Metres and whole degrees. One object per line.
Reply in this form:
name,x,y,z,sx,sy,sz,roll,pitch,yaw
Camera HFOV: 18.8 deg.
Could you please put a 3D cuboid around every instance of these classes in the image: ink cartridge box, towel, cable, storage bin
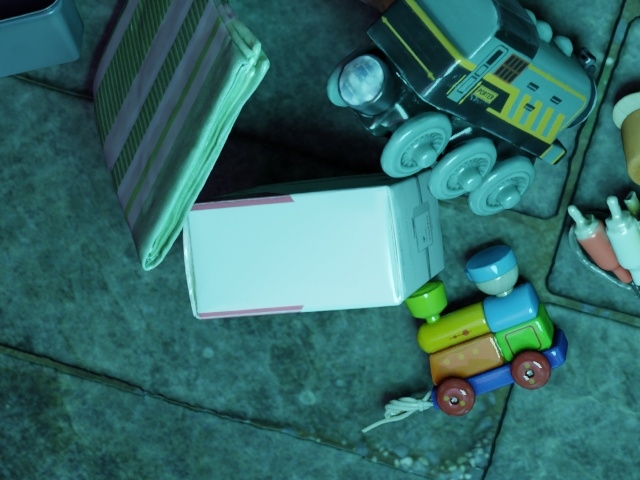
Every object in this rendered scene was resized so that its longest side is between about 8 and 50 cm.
ink cartridge box,0.000,0.000,1.941,0.207,0.283,0.117,-5,94,12
towel,-0.148,-0.159,1.899,0.038,0.325,0.248,16,118,-28
cable,0.345,0.064,2.020,0.139,0.072,0.287,-9,118,39
storage bin,-0.313,-0.230,2.019,0.135,0.098,0.091,-11,138,14

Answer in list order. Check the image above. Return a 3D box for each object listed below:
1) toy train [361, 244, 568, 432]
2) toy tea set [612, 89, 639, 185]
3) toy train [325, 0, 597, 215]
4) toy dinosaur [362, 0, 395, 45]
toy train,0.126,0.108,2.069,0.248,0.105,0.143,-21,103,18
toy tea set,0.462,-0.134,1.923,0.336,0.124,0.200,5,143,5
toy train,0.148,-0.141,1.846,0.190,0.334,0.142,-44,60,16
toy dinosaur,0.119,-0.187,1.967,0.211,0.064,0.112,29,113,-3
